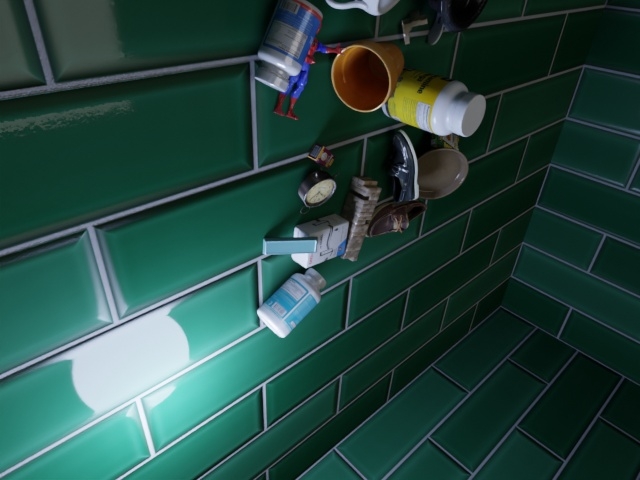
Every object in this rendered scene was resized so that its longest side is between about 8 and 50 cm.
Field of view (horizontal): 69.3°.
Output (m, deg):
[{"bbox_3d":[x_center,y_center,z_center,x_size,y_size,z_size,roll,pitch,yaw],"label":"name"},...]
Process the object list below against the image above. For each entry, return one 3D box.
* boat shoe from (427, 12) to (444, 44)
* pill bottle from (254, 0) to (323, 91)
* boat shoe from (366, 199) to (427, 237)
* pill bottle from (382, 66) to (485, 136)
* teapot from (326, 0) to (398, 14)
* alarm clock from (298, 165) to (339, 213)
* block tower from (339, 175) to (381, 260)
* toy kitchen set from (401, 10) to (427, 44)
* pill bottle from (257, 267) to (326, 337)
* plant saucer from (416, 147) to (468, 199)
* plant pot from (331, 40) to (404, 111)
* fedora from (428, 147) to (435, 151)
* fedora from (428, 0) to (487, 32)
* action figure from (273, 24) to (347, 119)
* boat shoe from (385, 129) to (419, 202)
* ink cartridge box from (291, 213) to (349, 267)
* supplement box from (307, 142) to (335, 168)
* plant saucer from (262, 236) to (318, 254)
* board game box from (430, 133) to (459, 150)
[{"bbox_3d":[0.439,-0.785,1.696,0.040,0.049,0.142,4,110,-51],"label":"boat shoe"},{"bbox_3d":[-0.092,-0.517,1.226,0.124,0.124,0.221,11,109,-51],"label":"pill bottle"},{"bbox_3d":[0.333,-0.098,2.014,0.342,0.123,0.123,-27,134,-34],"label":"boat shoe"},{"bbox_3d":[0.393,-0.481,1.625,0.188,0.334,0.187,-29,135,-33],"label":"pill bottle"},{"bbox_3d":[0.152,-0.770,1.278,0.256,0.187,0.252,-43,172,-45],"label":"teapot"},{"bbox_3d":[-0.022,-0.166,1.603,0.129,0.064,0.192,-6,137,-44],"label":"alarm clock"},{"bbox_3d":[0.135,-0.082,1.830,0.097,0.091,0.335,-6,120,-46],"label":"block tower"},{"bbox_3d":[0.325,-0.736,1.591,0.075,0.083,0.068,65,23,-49],"label":"toy kitchen set"},{"bbox_3d":[-0.099,0.225,1.741,0.264,0.146,0.146,-44,141,-17],"label":"pill bottle"},{"bbox_3d":[0.507,-0.296,2.030,0.278,0.041,0.277,-5,136,-5],"label":"plant saucer"},{"bbox_3d":[0.169,-0.538,1.464,0.188,0.205,0.205,-46,145,-40],"label":"plant pot"},{"bbox_3d":[0.532,-0.334,2.106,0.194,0.079,0.194,-28,134,-33],"label":"fedora"},{"bbox_3d":[0.456,-0.887,1.552,0.334,0.153,0.333,-30,139,-30],"label":"fedora"},{"bbox_3d":[-0.030,-0.481,1.318,0.092,0.139,0.280,-1,114,-50],"label":"action figure"},{"bbox_3d":[0.318,-0.284,1.871,0.113,0.127,0.340,-24,140,-5],"label":"boat shoe"},{"bbox_3d":[0.000,0.000,1.739,0.203,0.086,0.148,-21,130,-39],"label":"ink cartridge box"},{"bbox_3d":[0.005,-0.286,1.570,0.083,0.043,0.055,25,95,-54],"label":"supplement box"},{"bbox_3d":[-0.104,0.020,1.614,0.192,0.018,0.067,-1,121,-12],"label":"plant saucer"},{"bbox_3d":[0.552,-0.445,2.044,0.260,0.030,0.136,13,80,-52],"label":"board game box"}]
